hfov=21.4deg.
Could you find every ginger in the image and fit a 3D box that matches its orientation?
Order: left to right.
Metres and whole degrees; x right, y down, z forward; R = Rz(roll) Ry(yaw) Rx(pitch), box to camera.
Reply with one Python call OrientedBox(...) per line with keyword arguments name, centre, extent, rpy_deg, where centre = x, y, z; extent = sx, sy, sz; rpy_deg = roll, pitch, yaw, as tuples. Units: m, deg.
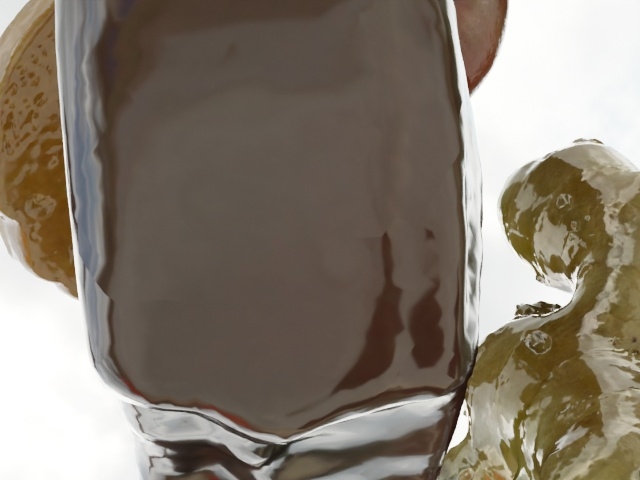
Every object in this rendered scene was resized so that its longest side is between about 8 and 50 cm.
OrientedBox(name="ginger", centre=(0.174, 0.084, 1.109), extent=(0.122, 0.348, 0.363), rpy_deg=(41, -108, -19))

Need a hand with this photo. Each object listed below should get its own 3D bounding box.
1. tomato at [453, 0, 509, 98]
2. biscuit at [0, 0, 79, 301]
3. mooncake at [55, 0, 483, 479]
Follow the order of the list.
OrientedBox(name="tomato", centre=(0.059, -0.186, 1.214), extent=(0.225, 0.085, 0.225), rpy_deg=(12, -108, -41))
OrientedBox(name="biscuit", centre=(-0.168, -0.097, 1.543), extent=(0.312, 0.057, 0.351), rpy_deg=(-36, -51, -16))
OrientedBox(name="mooncake", centre=(-0.017, -0.007, 0.751), extent=(0.174, 0.334, 0.326), rpy_deg=(-5, -58, -5))
